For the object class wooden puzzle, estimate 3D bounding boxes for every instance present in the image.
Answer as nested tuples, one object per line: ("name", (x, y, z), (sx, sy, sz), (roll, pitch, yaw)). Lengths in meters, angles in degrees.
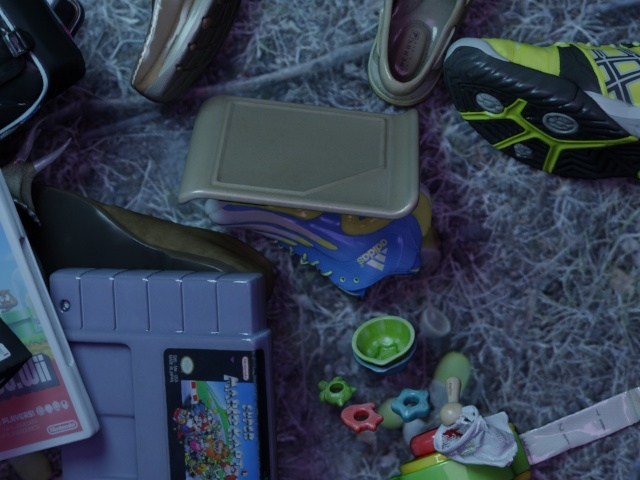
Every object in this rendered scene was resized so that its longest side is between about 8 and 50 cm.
("wooden puzzle", (-0.018, -0.081, 1.907), (0.239, 0.221, 0.044), (3, 120, 2))

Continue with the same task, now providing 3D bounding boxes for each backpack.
("backpack", (-0.384, -0.185, 1.845), (0.253, 0.191, 0.225), (-33, 97, 19))

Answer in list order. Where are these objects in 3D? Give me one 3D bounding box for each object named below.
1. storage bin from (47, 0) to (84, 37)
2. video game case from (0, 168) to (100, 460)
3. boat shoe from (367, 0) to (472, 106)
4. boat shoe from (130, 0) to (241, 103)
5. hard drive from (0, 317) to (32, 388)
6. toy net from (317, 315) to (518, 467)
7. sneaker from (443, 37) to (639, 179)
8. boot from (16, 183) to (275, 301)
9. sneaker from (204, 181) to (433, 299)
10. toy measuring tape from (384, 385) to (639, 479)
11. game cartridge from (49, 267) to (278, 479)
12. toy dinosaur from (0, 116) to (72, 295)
("storage bin", (-0.322, -0.259, 1.964), (0.135, 0.091, 0.098), (32, 85, 1))
("video game case", (-0.358, 0.086, 1.860), (0.204, 0.025, 0.285), (-16, 99, 23))
("boat shoe", (0.123, -0.292, 1.967), (0.109, 0.098, 0.302), (18, 85, 1))
("boat shoe", (-0.137, -0.300, 1.964), (0.116, 0.123, 0.324), (21, 78, 8))
("hard drive", (-0.450, 0.220, 1.786), (0.064, 0.237, 0.339), (48, 115, 5))
("toy net", (0.099, 0.166, 1.889), (0.122, 0.045, 0.232), (-34, 44, -23))
("sneaker", (0.317, -0.148, 1.956), (0.385, 0.145, 0.147), (17, 64, -1))
("boot", (-0.191, 0.014, 1.948), (0.305, 0.115, 0.112), (21, 115, 17))
("sneaker", (0.000, 0.000, 1.945), (0.240, 0.091, 0.126), (-2, 87, -1))
("toy measuring tape", (0.199, 0.222, 1.915), (0.330, 0.121, 0.121), (-20, 85, -2))
("game cartridge", (-0.154, 0.206, 1.865), (0.230, 0.068, 0.355), (1, 100, 24))
("toy dinosaur", (-0.332, 0.042, 1.897), (0.160, 0.121, 0.313), (-8, 91, 39))
